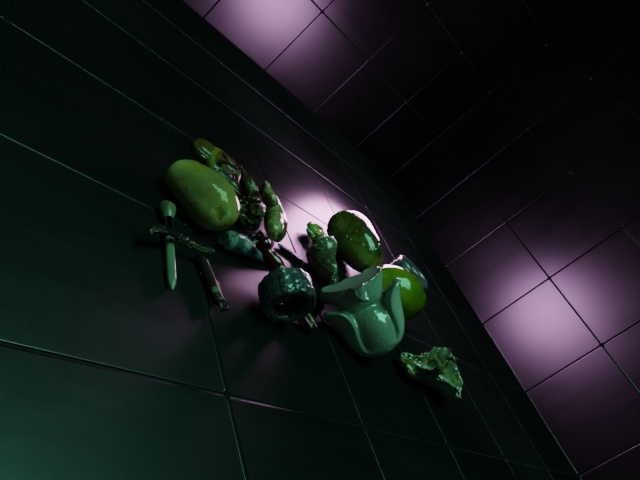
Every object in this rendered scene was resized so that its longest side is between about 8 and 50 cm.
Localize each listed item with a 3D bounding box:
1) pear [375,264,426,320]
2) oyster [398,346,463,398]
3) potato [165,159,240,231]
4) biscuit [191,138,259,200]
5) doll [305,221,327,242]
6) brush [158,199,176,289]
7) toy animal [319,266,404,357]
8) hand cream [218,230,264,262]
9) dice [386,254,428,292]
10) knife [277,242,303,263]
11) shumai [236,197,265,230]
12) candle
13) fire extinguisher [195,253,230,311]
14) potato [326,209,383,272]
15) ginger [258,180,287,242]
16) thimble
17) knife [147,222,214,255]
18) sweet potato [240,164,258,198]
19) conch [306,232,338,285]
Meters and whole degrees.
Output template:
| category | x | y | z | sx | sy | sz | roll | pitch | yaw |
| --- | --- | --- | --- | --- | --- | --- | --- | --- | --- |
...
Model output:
| category | x | y | z | sx | sy | sz | roll | pitch | yaw |
| --- | --- | --- | --- | --- | --- | --- | --- | --- | --- |
| pear | 0.276 | 0.201 | 2.080 | 0.269 | 0.212 | 0.212 | 28 | 25 | -18 |
| oyster | 0.410 | 0.477 | 1.970 | 0.337 | 0.133 | 0.197 | 26 | 32 | -46 |
| potato | -0.318 | -0.130 | 1.494 | 0.233 | 0.146 | 0.150 | 51 | -12 | 6 |
| biscuit | -0.312 | -0.233 | 1.840 | 0.290 | 0.041 | 0.208 | 43 | 21 | -19 |
| doll | 0.000 | 0.000 | 2.066 | 0.106 | 0.062 | 0.162 | 16 | 39 | -52 |
| brush | -0.359 | 0.004 | 1.287 | 0.042 | 0.039 | 0.299 | 48 | 18 | -43 |
| toy animal | 0.147 | 0.245 | 1.729 | 0.206 | 0.272 | 0.264 | -169 | -121 | -76 |
| hand cream | -0.208 | 0.020 | 1.584 | 0.088 | 0.055 | 0.256 | 58 | 14 | 26 |
| dice | 0.327 | 0.179 | 2.276 | 0.183 | 0.181 | 0.182 | 48 | 19 | 1 |
| knife | -0.102 | 0.043 | 1.820 | 0.121 | 0.018 | 0.031 | 34 | 22 | -35 |
| shumai | -0.225 | -0.095 | 1.707 | 0.123 | 0.105 | 0.139 | 59 | -5 | 36 |
| candle | -0.101 | 0.117 | 1.546 | 0.329 | 0.048 | 0.051 | 60 | -13 | -3 |
| fire extinguisher | -0.258 | 0.110 | 1.318 | 0.049 | 0.035 | 0.173 | 92 | -26 | -56 |
| potato | 0.141 | 0.000 | 2.218 | 0.210 | 0.173 | 0.307 | 29 | 24 | -51 |
| ginger | -0.159 | -0.093 | 1.805 | 0.333 | 0.081 | 0.147 | -107 | 174 | -45 |
| thimble | -0.090 | 0.143 | 1.445 | 0.150 | 0.150 | 0.097 | 33 | 28 | -40 |
| knife | -0.328 | -0.002 | 1.287 | 0.222 | 0.021 | 0.045 | 28 | 34 | -57 |
| sweet potato | -0.243 | -0.196 | 1.803 | 0.049 | 0.049 | 0.117 | 0 | 65 | -66 |
| conch | 0.027 | 0.068 | 1.890 | 0.155 | 0.130 | 0.207 | -16 | 81 | -56 |
